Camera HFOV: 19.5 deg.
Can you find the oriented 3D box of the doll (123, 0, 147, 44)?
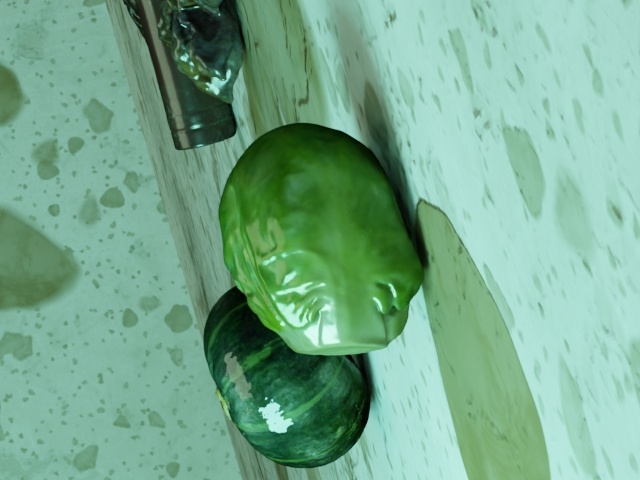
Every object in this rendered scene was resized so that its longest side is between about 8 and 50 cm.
[{"bbox_3d":[-0.221,-0.300,2.403,0.165,0.057,0.139,65,171,1],"label":"doll"}]

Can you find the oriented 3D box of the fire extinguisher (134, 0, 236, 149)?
[{"bbox_3d":[-0.152,-0.236,1.988,0.089,0.072,0.268,-33,-69,-60],"label":"fire extinguisher"}]

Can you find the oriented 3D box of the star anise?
[{"bbox_3d":[-0.124,-0.239,1.735,0.197,0.073,0.212,-122,20,-57],"label":"star anise"}]

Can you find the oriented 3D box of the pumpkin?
[{"bbox_3d":[-0.026,0.110,1.531,0.167,0.125,0.167,165,90,-85],"label":"pumpkin"}]

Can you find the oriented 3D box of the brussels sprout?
[{"bbox_3d":[-0.004,0.001,1.183,0.155,0.117,0.155,174,90,-81],"label":"brussels sprout"}]
